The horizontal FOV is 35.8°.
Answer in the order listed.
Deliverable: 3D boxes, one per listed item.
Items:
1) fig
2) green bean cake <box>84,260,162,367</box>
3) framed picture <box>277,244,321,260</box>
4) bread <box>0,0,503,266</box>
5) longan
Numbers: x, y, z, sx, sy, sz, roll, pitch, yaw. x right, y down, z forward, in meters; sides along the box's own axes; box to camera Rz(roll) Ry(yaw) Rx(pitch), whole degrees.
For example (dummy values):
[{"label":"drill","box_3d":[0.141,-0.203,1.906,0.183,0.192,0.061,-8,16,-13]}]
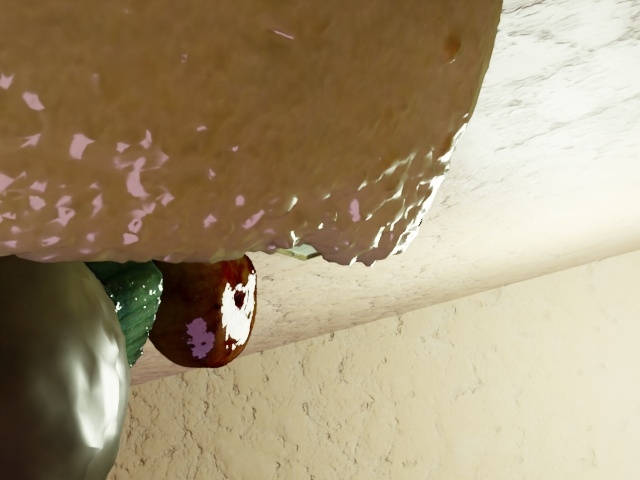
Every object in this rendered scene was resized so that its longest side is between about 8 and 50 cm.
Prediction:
[{"label":"fig","box_3d":[-0.214,0.060,1.396,0.290,0.190,0.191,29,-164,35]},{"label":"green bean cake","box_3d":[-0.295,0.060,1.242,0.107,0.193,0.208,-27,155,-39]},{"label":"framed picture","box_3d":[0.000,0.000,1.562,0.136,0.010,0.201,-17,168,17]},{"label":"bread","box_3d":[-0.064,-0.112,0.490,0.375,0.236,0.165,3,-158,-47]},{"label":"longan","box_3d":[-0.395,0.157,0.933,0.436,0.403,0.404,0,163,-39]}]
